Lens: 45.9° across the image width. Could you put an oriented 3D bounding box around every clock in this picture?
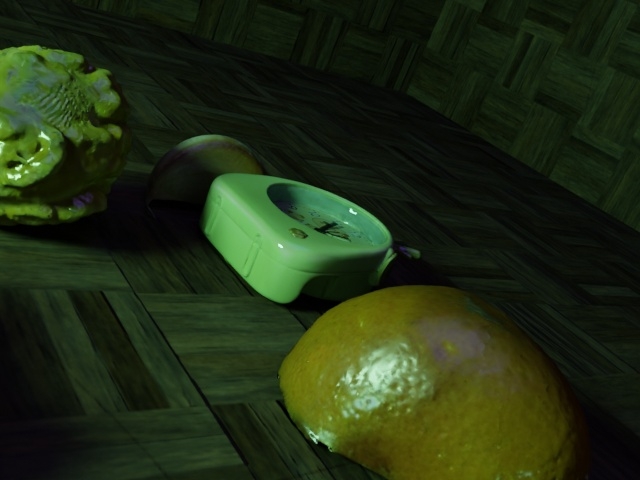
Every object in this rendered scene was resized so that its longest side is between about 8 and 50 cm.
[{"bbox_3d":[0.000,0.000,1.086,0.308,0.096,0.235,4,26,-40],"label":"clock"}]

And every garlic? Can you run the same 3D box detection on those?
[{"bbox_3d":[-0.181,-0.098,1.148,0.207,0.128,0.115,1,7,-33],"label":"garlic"}]

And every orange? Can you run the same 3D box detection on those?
[{"bbox_3d":[0.118,0.170,0.796,0.310,0.274,0.274,-3,9,27],"label":"orange"}]

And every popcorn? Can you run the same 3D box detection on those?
[{"bbox_3d":[-0.337,-0.120,0.886,0.250,0.190,0.250,8,64,-16],"label":"popcorn"}]
